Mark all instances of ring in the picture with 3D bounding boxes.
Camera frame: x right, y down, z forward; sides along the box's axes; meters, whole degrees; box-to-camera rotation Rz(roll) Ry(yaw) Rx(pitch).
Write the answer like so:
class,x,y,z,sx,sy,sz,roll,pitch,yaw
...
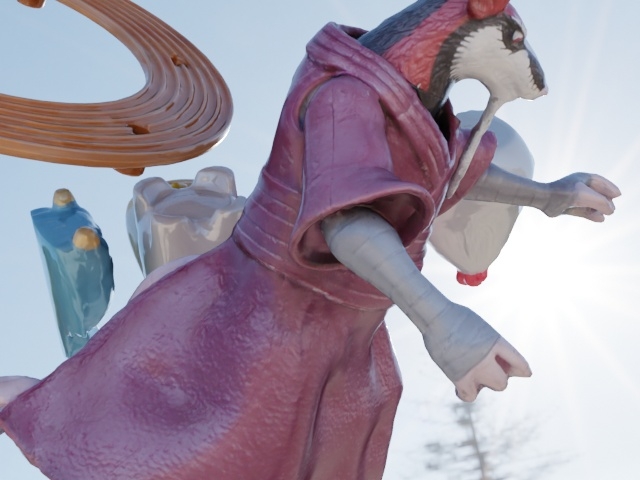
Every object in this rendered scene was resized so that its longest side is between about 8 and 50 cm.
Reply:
class,x,y,z,sx,sy,sz,roll,pitch,yaw
ring,-0.214,-0.126,0.683,0.337,0.336,0.032,10,-63,-31

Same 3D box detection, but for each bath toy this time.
class,x,y,z,sx,sy,sz,roll,pitch,yaw
bath toy,-0.017,-0.003,0.784,0.348,0.151,0.129,-12,-61,-12

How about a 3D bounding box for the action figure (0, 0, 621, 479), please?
class,x,y,z,sx,sy,sz,roll,pitch,yaw
action figure,0.000,0.000,0.611,0.276,0.370,0.248,26,13,15
